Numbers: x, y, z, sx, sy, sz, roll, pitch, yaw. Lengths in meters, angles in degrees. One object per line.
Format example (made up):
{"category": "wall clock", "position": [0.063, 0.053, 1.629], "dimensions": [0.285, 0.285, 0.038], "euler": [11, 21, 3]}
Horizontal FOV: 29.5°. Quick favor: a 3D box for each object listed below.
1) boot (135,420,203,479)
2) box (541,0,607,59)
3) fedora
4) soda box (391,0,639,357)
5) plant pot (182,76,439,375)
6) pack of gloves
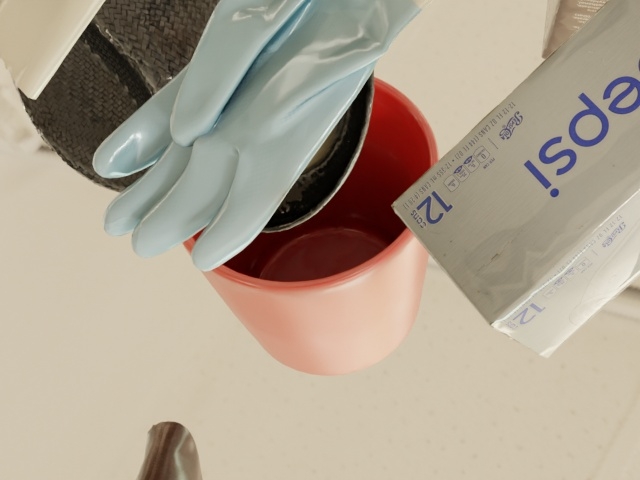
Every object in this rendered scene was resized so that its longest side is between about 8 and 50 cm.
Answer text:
{"category": "boot", "position": [-0.094, 0.272, 0.798], "dimensions": [0.090, 0.248, 0.207], "euler": [-3, -149, 13]}
{"category": "box", "position": [0.286, -0.301, 1.036], "dimensions": [0.143, 0.381, 0.191], "euler": [9, -103, 7]}
{"category": "fedora", "position": [-0.126, -0.141, 0.884], "dimensions": [0.334, 0.334, 0.152], "euler": [0, -159, 39]}
{"category": "soda box", "position": [0.183, -0.070, 0.651], "dimensions": [0.286, 0.091, 0.098], "euler": [-44, -122, 10]}
{"category": "plant pot", "position": [0.000, 0.000, 1.264], "dimensions": [0.275, 0.243, 0.275], "euler": [-5, -126, 7]}
{"category": "pack of gloves", "position": [-0.016, -0.114, 0.417], "dimensions": [0.232, 0.046, 0.195], "euler": [-46, -121, 22]}
